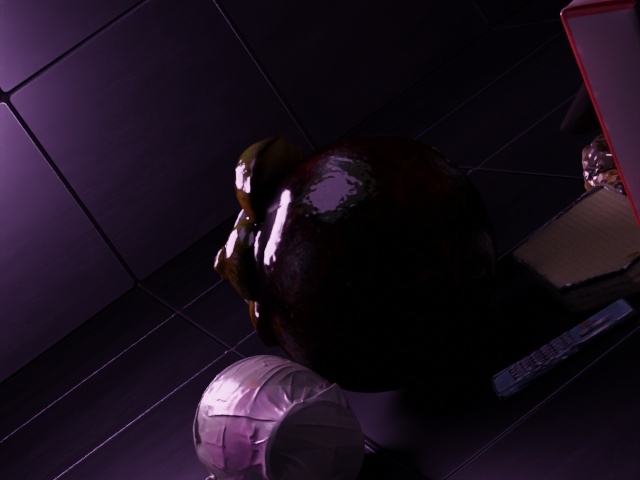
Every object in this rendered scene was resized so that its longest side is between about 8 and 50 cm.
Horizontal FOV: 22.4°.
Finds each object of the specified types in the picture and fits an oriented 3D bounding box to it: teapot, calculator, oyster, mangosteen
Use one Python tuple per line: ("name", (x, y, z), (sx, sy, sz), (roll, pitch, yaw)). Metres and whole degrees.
("teapot", (-0.058, 0.233, 1.745), (0.221, 0.163, 0.178), (-38, 20, -19))
("calculator", (0.257, 0.115, 1.713), (0.172, 0.018, 0.057), (-32, 14, 4))
("oyster", (0.401, -0.112, 2.101), (0.129, 0.078, 0.345), (-20, 14, 23))
("mangosteen", (0.050, 0.018, 1.882), (0.330, 0.330, 0.330), (-33, 12, 8))

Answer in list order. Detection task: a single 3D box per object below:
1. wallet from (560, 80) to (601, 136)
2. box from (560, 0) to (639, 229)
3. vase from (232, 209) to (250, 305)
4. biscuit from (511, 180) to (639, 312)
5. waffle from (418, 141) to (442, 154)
("wallet", (0.438, -0.274, 2.071), (0.197, 0.051, 0.377), (-25, -23, -26))
("box", (0.453, -0.159, 1.456), (0.300, 0.314, 0.312), (-2, 31, 43))
("vase", (0.000, 0.000, 2.379), (0.245, 0.245, 0.291), (-33, 6, 6))
("biscuit", (0.320, 0.013, 1.836), (0.150, 0.052, 0.252), (-40, 16, -2))
("waffle", (0.058, -0.012, 2.105), (0.302, 0.325, 0.068), (-22, 48, 16))
